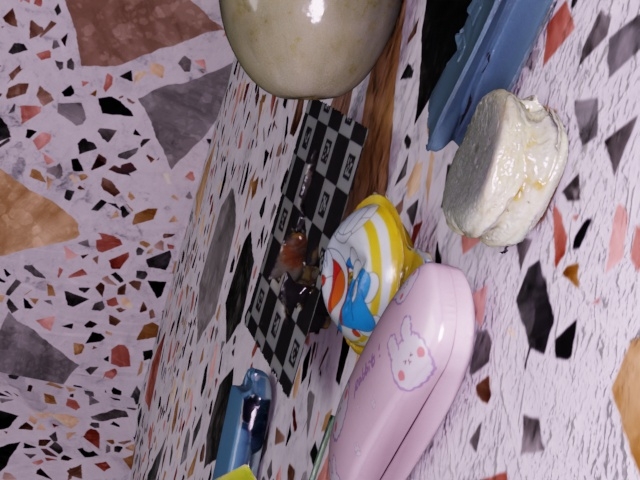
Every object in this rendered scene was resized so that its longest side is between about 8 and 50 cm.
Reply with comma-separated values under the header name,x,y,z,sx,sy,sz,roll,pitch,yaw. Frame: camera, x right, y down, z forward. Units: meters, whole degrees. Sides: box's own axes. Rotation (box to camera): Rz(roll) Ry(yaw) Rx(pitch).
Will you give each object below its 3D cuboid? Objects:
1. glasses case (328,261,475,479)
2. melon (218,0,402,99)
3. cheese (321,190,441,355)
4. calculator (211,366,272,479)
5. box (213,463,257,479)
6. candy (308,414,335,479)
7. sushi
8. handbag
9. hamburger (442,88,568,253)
name,x,y,z,sx,sy,sz,roll,pitch,yaw
glasses case,0.070,0.143,1.143,0.113,0.075,0.297,-93,20,-46
melon,-0.014,-0.341,1.644,0.272,0.271,0.308,121,152,-58
cheese,0.067,0.043,1.284,0.270,0.069,0.177,-155,72,-64
calculator,-0.131,0.347,1.957,0.173,0.051,0.293,-174,96,-77
box,-0.093,0.401,1.450,0.175,0.062,0.260,53,145,23
candy,-0.016,0.302,1.478,0.058,0.062,0.194,8,73,38
sushi,0.000,0.000,1.676,0.343,0.064,0.359,-135,60,-72
handbag,0.158,-0.194,1.153,0.144,0.057,0.221,-86,13,-53
hamburger,0.150,-0.059,1.018,0.140,0.062,0.133,-131,58,-78
